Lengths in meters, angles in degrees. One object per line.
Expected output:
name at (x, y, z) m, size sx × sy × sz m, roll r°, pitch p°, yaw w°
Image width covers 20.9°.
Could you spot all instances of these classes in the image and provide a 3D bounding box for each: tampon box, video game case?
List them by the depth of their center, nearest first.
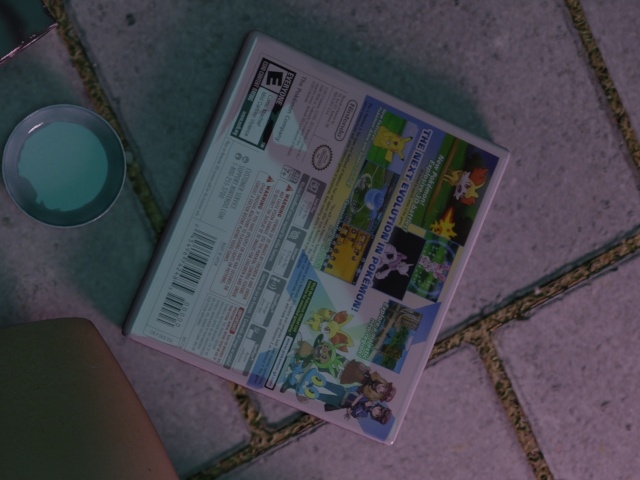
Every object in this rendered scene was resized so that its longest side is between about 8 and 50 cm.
tampon box at (-0.321, -0.211, 1.571) m, size 0.101 × 0.161 × 0.120 m, roll -36°, pitch 100°, yaw -12°
video game case at (0.000, 0.000, 1.735) m, size 0.300 × 0.036 × 0.329 m, roll 24°, pitch 84°, yaw -15°

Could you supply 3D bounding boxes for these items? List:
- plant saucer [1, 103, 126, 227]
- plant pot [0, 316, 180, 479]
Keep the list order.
plant saucer at (-0.247, -0.072, 1.668) m, size 0.119 × 0.021 × 0.119 m, roll -1°, pitch 93°, yaw -16°
plant pot at (-0.244, 0.218, 1.582) m, size 0.256 × 0.256 × 0.274 m, roll -11°, pitch 79°, yaw -15°
